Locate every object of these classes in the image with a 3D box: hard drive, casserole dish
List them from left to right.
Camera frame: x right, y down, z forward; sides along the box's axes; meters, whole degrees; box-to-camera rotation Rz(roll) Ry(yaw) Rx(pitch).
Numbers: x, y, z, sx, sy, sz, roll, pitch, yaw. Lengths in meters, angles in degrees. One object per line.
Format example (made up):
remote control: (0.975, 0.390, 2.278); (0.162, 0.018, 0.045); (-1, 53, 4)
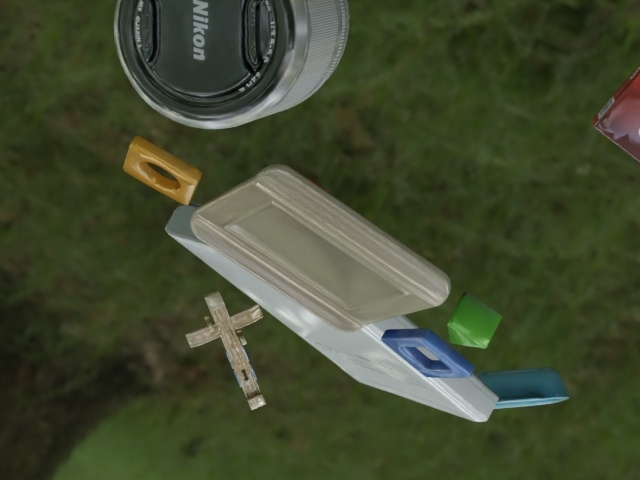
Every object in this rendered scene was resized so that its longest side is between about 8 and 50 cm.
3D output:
hard drive: (0.013, 0.071, 1.864); (0.203, 0.040, 0.307); (15, 160, 48)
casserole dish: (0.200, 0.157, 2.033); (0.114, 0.037, 0.188); (-4, 172, 0)

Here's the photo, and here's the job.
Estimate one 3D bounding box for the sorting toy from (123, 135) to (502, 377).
sorting toy: (0.000, 0.000, 1.578); (0.347, 0.047, 0.196); (34, 158, -13)

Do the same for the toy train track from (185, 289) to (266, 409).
toy train track: (-0.051, 0.068, 1.168); (0.014, 0.048, 0.083); (-122, 10, -63)

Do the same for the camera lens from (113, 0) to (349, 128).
camera lens: (-0.093, -0.244, 2.174); (0.219, 0.219, 0.274); (22, -166, 11)

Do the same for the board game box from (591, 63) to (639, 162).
board game box: (0.420, -0.085, 1.893); (0.281, 0.145, 0.027); (36, -160, -9)
